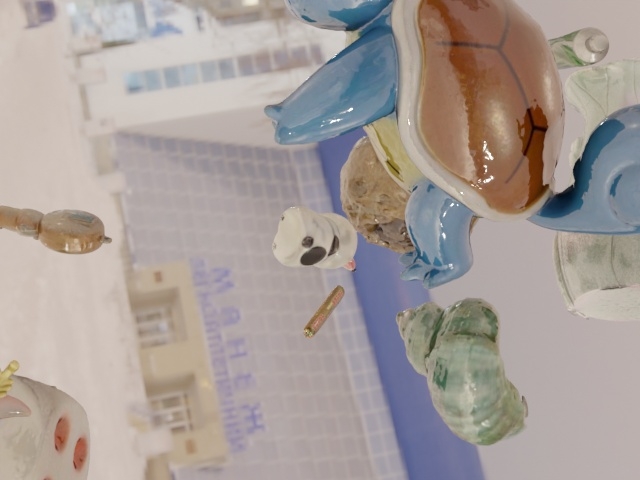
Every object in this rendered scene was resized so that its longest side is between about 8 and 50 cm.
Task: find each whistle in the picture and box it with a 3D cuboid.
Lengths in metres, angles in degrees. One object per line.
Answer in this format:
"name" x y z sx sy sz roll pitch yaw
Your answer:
"whistle" -0.444 -0.026 1.934 0.107 0.220 0.057 -63 163 -66

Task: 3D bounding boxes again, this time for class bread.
"bread" 0.133 -0.056 1.789 0.230 0.229 0.123 99 8 -64

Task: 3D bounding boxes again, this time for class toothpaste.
"toothpaste" 0.341 -0.264 1.659 0.248 0.078 0.047 -162 -94 -80

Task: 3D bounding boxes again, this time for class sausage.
"sausage" 0.004 0.073 1.233 0.100 0.015 0.015 -49 140 -53

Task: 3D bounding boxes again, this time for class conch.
"conch" 0.231 0.196 1.922 0.277 0.195 0.220 37 -17 19

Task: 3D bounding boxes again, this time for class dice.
"dice" -0.531 0.375 1.978 0.259 0.243 0.251 72 25 -61

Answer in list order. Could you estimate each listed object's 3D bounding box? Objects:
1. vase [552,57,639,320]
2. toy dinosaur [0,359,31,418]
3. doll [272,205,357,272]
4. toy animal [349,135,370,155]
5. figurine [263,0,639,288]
"vase" 0.516 -0.091 2.037 0.250 0.249 0.446 101 -7 -66
"toy dinosaur" -0.508 0.239 1.693 0.177 0.194 0.152 -72 159 -64
"doll" -0.006 -0.001 2.160 0.106 0.180 0.110 20 -82 33
"toy animal" 0.109 -0.153 2.057 0.098 0.137 0.098 39 13 -11
"figurine" 0.106 -0.114 0.993 0.416 0.298 0.243 41 -44 1
